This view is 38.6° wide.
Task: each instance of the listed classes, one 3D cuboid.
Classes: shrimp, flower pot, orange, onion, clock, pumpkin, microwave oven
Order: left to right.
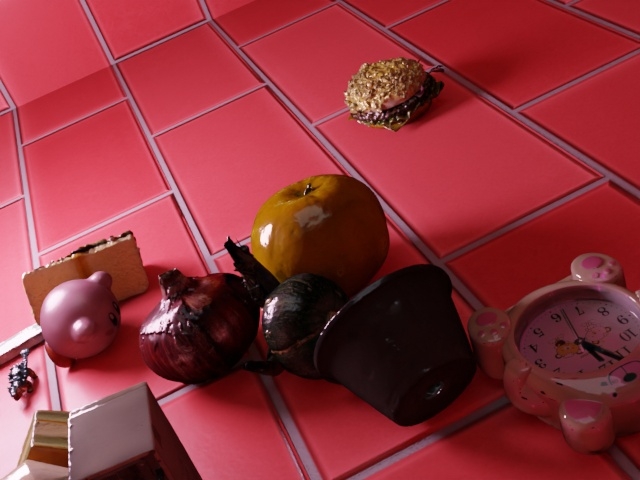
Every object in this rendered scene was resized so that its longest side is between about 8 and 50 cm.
[{"bbox_3d":[-0.273,0.375,1.387,0.145,0.240,0.194,-21,32,0],"label":"microwave oven"},{"bbox_3d":[-0.234,0.149,1.715,0.252,0.219,0.252,-22,23,10],"label":"onion"},{"bbox_3d":[-0.118,0.129,1.638,0.051,0.262,0.198,-16,29,30],"label":"shrimp"},{"bbox_3d":[-0.016,0.151,1.614,0.146,0.190,0.190,-1,38,32],"label":"pumpkin"},{"bbox_3d":[0.000,0.000,1.785,0.279,0.235,0.279,-16,21,6],"label":"orange"},{"bbox_3d":[0.138,0.186,1.460,0.269,0.269,0.166,-28,55,-10],"label":"flower pot"},{"bbox_3d":[0.409,0.171,1.409,0.284,0.114,0.309,-26,34,-9],"label":"clock"}]

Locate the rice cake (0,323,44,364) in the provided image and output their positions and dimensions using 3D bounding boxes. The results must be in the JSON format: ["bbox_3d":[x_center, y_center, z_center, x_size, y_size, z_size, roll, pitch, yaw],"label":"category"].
[{"bbox_3d":[-0.677,0.236,2.018,0.211,0.034,0.043,-31,42,-15],"label":"rice cake"}]

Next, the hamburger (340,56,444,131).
[{"bbox_3d":[0.181,-0.387,2.332,0.261,0.139,0.243,-40,36,-25],"label":"hamburger"}]

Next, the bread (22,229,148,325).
[{"bbox_3d":[-0.521,0.092,2.046,0.266,0.142,0.178,-18,-7,-11],"label":"bread"}]

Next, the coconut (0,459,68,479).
[{"bbox_3d":[-0.438,0.448,1.422,0.222,0.202,0.202,-34,34,-13],"label":"coconut"}]

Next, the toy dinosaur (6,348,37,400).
[{"bbox_3d":[-0.626,0.281,1.905,0.049,0.055,0.154,-22,35,7],"label":"toy dinosaur"}]

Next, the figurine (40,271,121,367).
[{"bbox_3d":[-0.496,0.160,1.900,0.173,0.173,0.173,-15,33,10],"label":"figurine"}]

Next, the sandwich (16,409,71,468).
[{"bbox_3d":[-0.454,0.401,1.668,0.187,0.144,0.117,10,28,-17],"label":"sandwich"}]
